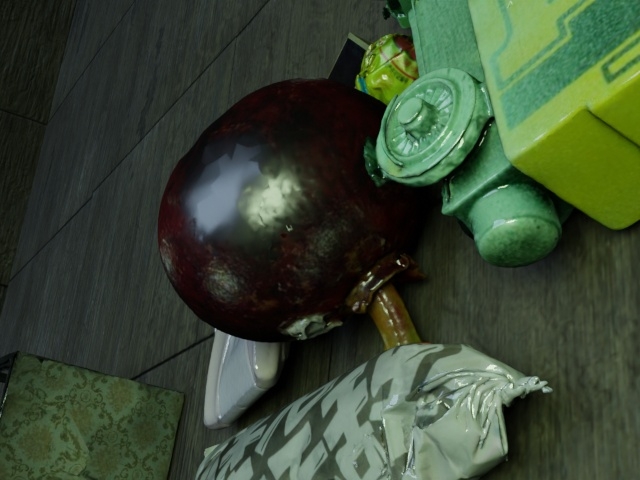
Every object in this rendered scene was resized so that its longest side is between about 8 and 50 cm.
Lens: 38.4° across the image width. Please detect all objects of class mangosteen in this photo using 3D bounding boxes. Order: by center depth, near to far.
[{"bbox_3d":[0.000,0.000,0.759,0.261,0.235,0.235,45,121,17],"label":"mangosteen"}]

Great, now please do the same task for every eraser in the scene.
[{"bbox_3d":[-0.061,0.060,0.957,0.204,0.059,0.243,129,154,-59],"label":"eraser"}]

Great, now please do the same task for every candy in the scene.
[{"bbox_3d":[0.037,-0.102,0.899,0.262,0.073,0.077,-48,61,50],"label":"candy"}]

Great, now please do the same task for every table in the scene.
[{"bbox_3d":[-0.354,0.339,1.163,0.272,0.222,0.334,-21,55,57],"label":"table"}]

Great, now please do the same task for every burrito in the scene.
[{"bbox_3d":[0.019,0.168,0.708,0.445,0.101,0.139,-42,40,45],"label":"burrito"}]

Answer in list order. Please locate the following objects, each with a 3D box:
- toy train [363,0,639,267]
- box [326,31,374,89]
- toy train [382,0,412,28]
[{"bbox_3d":[0.145,-0.163,0.645,0.237,0.150,0.368,-38,41,35],"label":"toy train"},{"bbox_3d":[0.038,-0.164,0.954,0.083,0.035,0.079,-63,28,15],"label":"box"},{"bbox_3d":[0.089,-0.270,0.879,0.081,0.099,0.149,1,62,27],"label":"toy train"}]
